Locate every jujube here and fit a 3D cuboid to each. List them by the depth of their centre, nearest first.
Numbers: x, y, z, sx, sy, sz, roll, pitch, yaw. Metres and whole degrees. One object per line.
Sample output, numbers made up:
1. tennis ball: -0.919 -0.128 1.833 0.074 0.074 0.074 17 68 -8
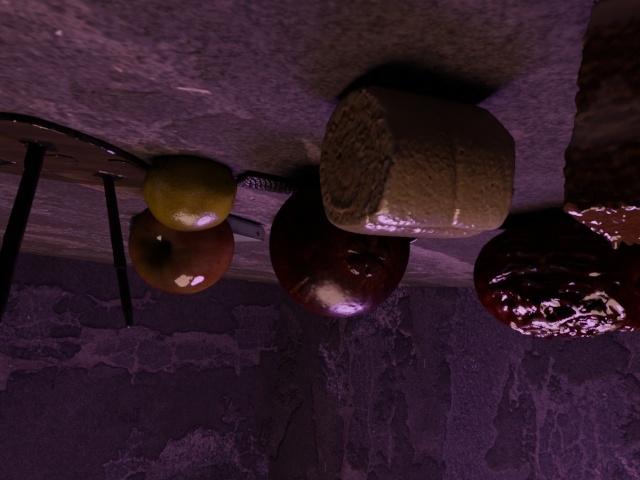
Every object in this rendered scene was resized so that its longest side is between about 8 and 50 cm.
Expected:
1. jujube: 0.460 0.068 0.966 0.258 0.258 0.376 7 178 -25

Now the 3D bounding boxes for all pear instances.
1. pear: -0.198 -0.063 0.778 0.141 0.104 0.141 7 170 1

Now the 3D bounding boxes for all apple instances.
1. apple: -0.260 0.009 0.986 0.188 0.188 0.174 1 178 17

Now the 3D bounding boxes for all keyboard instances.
1. keyboard: -0.036 -0.084 0.851 0.204 0.013 0.061 8 171 -29

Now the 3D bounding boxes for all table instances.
1. table: -0.404 -0.006 0.730 0.317 0.249 0.317 3 172 0

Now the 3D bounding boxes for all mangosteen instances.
1. mangosteen: 0.014 0.010 0.813 0.215 0.215 0.257 8 177 -25

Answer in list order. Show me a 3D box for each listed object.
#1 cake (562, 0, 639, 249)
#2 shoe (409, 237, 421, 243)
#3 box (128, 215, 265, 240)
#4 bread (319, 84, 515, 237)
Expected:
1. cake: 0.235 -0.077 0.320 0.134 0.147 0.135 -6 167 43
2. shoe: 0.144 -0.027 1.004 0.077 0.074 0.194 -5 -179 -36
3. box: -0.297 -0.029 1.232 0.270 0.045 0.211 -1 170 31
4. bread: 0.087 -0.069 0.491 0.141 0.134 0.148 3 -175 -25
